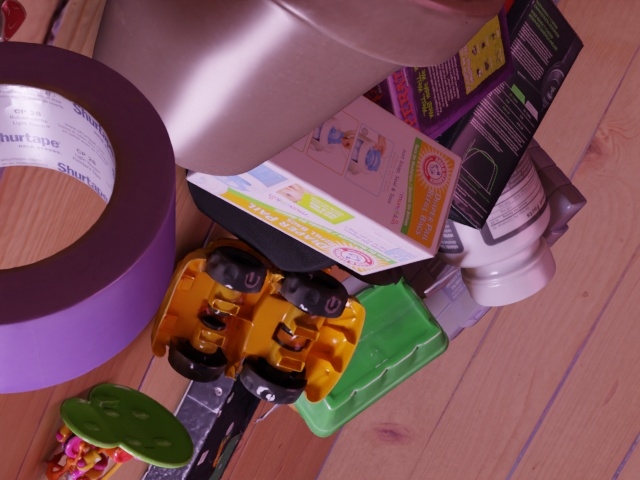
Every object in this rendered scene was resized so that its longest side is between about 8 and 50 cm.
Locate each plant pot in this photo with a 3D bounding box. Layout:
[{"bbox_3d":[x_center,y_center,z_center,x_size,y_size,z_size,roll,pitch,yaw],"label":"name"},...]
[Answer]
[{"bbox_3d":[-0.028,-0.073,1.168,0.187,0.188,0.167,-56,-178,-27],"label":"plant pot"},{"bbox_3d":[-0.040,-0.171,0.792,0.229,0.263,0.263,-48,177,33],"label":"plant pot"}]

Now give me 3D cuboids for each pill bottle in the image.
[{"bbox_3d":[0.213,-0.073,1.574,0.176,0.176,0.318,-49,120,-47],"label":"pill bottle"}]

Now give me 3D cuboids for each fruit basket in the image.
[{"bbox_3d":[0.034,0.154,1.642,0.327,0.165,0.353,-35,179,-10],"label":"fruit basket"}]

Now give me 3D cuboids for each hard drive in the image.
[{"bbox_3d":[-0.180,0.307,1.667,0.338,0.064,0.237,-64,168,9],"label":"hard drive"}]

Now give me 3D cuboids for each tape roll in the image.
[{"bbox_3d":[-0.175,-0.016,0.633,0.189,0.189,0.080,-54,167,-32],"label":"tape roll"}]

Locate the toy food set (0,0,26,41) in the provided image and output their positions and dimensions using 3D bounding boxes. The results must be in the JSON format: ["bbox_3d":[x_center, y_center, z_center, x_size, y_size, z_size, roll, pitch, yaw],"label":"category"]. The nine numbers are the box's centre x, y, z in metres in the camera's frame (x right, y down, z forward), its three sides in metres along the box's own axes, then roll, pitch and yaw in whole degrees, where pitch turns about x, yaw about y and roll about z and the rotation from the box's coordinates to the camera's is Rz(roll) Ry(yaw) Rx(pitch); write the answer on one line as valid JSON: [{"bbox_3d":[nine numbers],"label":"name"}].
[{"bbox_3d":[-0.191,-0.152,0.665,0.078,0.019,0.122,-55,167,-29],"label":"toy food set"}]

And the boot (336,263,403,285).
[{"bbox_3d":[0.000,0.000,1.326,0.076,0.198,0.137,-62,161,-15],"label":"boot"}]

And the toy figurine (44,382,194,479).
[{"bbox_3d":[-0.244,0.252,1.202,0.159,0.130,0.173,-55,148,13],"label":"toy figurine"}]

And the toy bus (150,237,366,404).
[{"bbox_3d":[-0.084,0.063,1.306,0.149,0.220,0.211,-64,-156,20],"label":"toy bus"}]

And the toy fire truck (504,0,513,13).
[{"bbox_3d":[0.104,-0.356,1.182,0.254,0.169,0.302,3,116,-51],"label":"toy fire truck"}]

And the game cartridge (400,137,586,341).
[{"bbox_3d":[0.234,-0.023,1.770,0.068,0.230,0.355,-21,156,-47],"label":"game cartridge"}]

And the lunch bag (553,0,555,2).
[{"bbox_3d":[0.286,-0.386,1.800,0.262,0.160,0.223,-65,169,19],"label":"lunch bag"}]

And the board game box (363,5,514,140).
[{"bbox_3d":[0.088,-0.270,1.048,0.208,0.056,0.346,-43,130,-41],"label":"board game box"}]

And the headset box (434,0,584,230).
[{"bbox_3d":[0.139,-0.190,1.364,0.131,0.246,0.283,37,80,-45],"label":"headset box"}]

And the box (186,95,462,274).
[{"bbox_3d":[0.006,-0.063,0.994,0.114,0.203,0.103,-18,-132,56],"label":"box"}]
